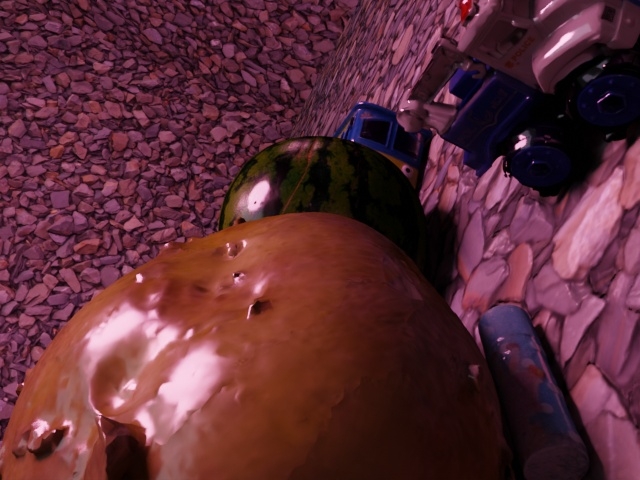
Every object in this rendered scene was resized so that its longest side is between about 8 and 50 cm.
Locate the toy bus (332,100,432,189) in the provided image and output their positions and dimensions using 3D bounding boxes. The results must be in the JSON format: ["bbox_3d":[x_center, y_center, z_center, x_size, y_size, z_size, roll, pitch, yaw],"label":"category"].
[{"bbox_3d":[0.064,-0.096,1.120,0.287,0.138,0.175,136,153,-65],"label":"toy bus"}]

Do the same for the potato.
[{"bbox_3d":[-0.036,0.136,0.522,0.319,0.385,0.442,-60,27,23],"label":"potato"}]

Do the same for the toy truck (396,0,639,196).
[{"bbox_3d":[0.186,-0.163,0.583,0.213,0.176,0.161,126,163,-52],"label":"toy truck"}]

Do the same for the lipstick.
[{"bbox_3d":[0.162,0.115,0.501,0.158,0.048,0.048,-88,23,-59],"label":"lipstick"}]

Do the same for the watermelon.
[{"bbox_3d":[0.000,0.000,0.855,0.285,0.285,0.285,-158,90,-79],"label":"watermelon"}]
